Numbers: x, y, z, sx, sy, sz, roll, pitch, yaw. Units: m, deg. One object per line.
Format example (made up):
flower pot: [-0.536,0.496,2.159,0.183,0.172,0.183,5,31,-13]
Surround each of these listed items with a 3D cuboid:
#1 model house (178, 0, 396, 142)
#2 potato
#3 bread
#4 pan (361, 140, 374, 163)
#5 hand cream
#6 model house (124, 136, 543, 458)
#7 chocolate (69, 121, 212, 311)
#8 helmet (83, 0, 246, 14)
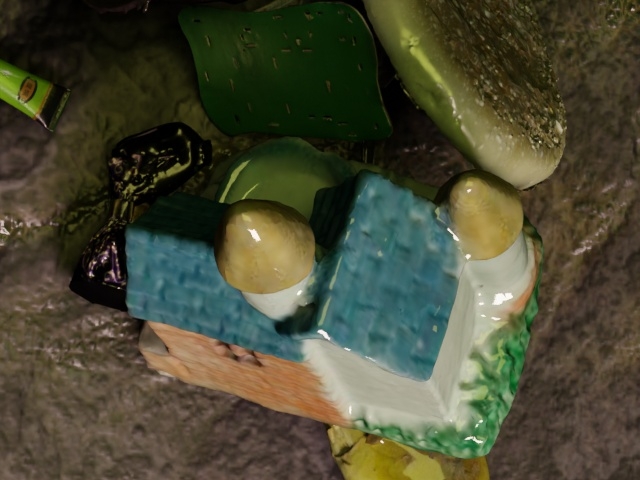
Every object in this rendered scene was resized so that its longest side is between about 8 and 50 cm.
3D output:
model house: [-0.006,-0.145,1.365,0.088,0.167,0.117,-47,129,-45]
potato: [0.074,0.170,1.370,0.117,0.090,0.225,-24,88,-16]
bread: [0.113,-0.160,1.373,0.267,0.040,0.267,40,35,-36]
pan: [0.030,-0.024,1.416,0.068,0.023,0.115,9,83,-17]
hand cream: [-0.244,-0.124,1.335,0.122,0.023,0.036,28,71,-18]
model house: [0.000,0.000,1.200,0.267,0.325,0.194,15,76,16]
chocolate: [-0.136,-0.020,1.346,0.072,0.070,0.147,23,65,-5]
helmet: [-0.074,-0.277,1.308,0.177,0.225,0.305,18,57,-47]
